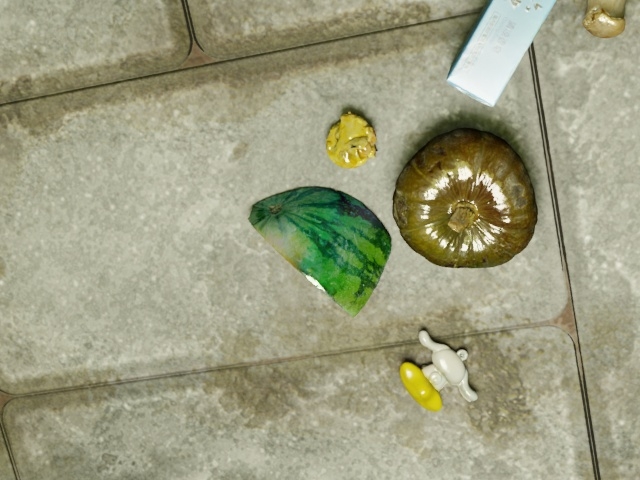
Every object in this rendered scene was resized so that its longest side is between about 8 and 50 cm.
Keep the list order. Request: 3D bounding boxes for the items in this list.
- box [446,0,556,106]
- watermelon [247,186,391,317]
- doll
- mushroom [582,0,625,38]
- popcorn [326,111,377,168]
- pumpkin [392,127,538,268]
[{"bbox_3d":[0.267,-0.314,1.586,0.083,0.142,0.232,28,109,-1],"label":"box"},{"bbox_3d":[0.011,-0.010,1.749,0.231,0.128,0.146,43,90,-3],"label":"watermelon"},{"bbox_3d":[0.183,0.207,1.803,0.113,0.071,0.135,-15,100,5],"label":"doll"},{"bbox_3d":[0.413,-0.387,1.592,0.059,0.054,0.202,9,103,7],"label":"mushroom"},{"bbox_3d":[0.057,-0.148,1.720,0.084,0.084,0.084,2,107,8],"label":"popcorn"},{"bbox_3d":[0.209,-0.057,1.667,0.219,0.162,0.219,3,112,8],"label":"pumpkin"}]
